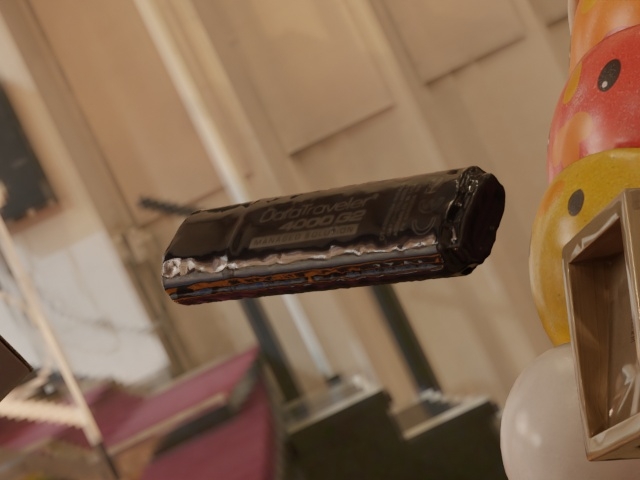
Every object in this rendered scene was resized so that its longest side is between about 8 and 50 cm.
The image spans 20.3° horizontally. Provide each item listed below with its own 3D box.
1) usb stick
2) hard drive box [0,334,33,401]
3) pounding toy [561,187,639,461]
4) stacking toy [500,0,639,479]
[{"bbox_3d":[0.000,0.000,1.149,0.278,0.045,0.077,-8,47,45],"label":"usb stick"},{"bbox_3d":[-0.284,0.089,0.875,0.232,0.089,0.181,-47,40,-10],"label":"hard drive box"},{"bbox_3d":[0.182,0.058,0.853,0.100,0.141,0.130,-3,-14,-8],"label":"pounding toy"},{"bbox_3d":[0.258,-0.003,1.210,0.350,0.350,0.480,-22,27,50],"label":"stacking toy"}]
